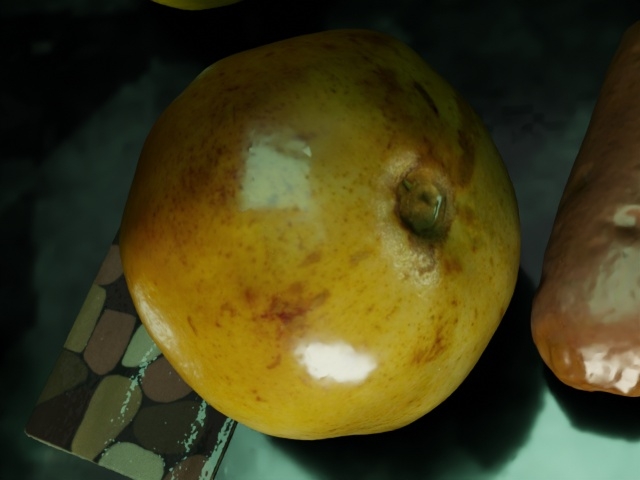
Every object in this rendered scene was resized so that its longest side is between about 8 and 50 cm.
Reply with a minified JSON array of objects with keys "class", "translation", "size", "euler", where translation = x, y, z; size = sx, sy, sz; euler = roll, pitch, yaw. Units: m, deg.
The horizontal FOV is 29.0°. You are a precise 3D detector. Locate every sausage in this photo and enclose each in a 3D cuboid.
[{"class":"sausage","translation":[0.215,-0.020,0.809],"size":[0.113,0.113,0.259],"euler":[16,72,21]}]

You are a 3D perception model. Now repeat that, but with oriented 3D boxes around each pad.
[{"class":"pad","translation":[-0.109,0.062,0.923],"size":[0.158,0.003,0.235],"euler":[17,73,21]}]

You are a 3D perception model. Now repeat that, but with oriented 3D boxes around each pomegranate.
[{"class":"pomegranate","translation":[0.000,0.000,0.790],"size":[0.264,0.264,0.264],"euler":[-6,67,13]}]

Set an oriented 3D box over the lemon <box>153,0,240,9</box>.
[{"class":"lemon","translation":[-0.086,-0.271,0.961],"size":[0.203,0.178,0.178],"euler":[-19,63,-10]}]
